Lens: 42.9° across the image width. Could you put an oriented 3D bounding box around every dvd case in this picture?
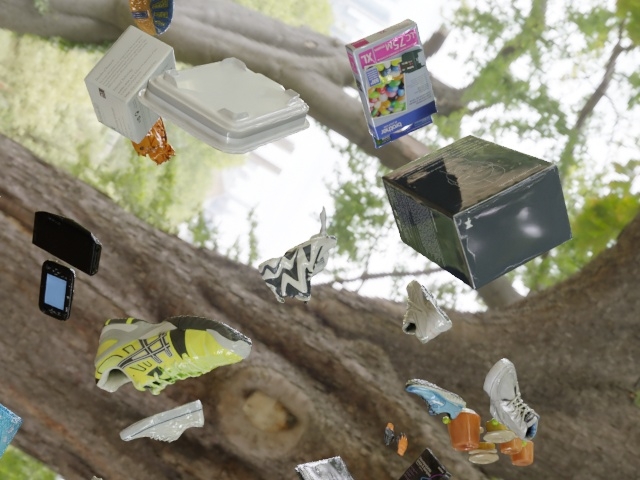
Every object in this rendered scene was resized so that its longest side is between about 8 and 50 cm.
[{"bbox_3d":[0.035,0.661,2.178,0.018,0.164,0.221,-45,153,20],"label":"dvd case"}]

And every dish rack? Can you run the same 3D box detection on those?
[{"bbox_3d":[-0.194,-0.307,1.755,0.333,0.285,0.072,-30,146,-54],"label":"dish rack"}]

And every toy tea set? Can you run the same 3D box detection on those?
[{"bbox_3d":[0.488,0.547,2.318,0.200,0.336,0.124,-15,-125,24],"label":"toy tea set"}]

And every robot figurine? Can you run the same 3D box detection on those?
[{"bbox_3d":[-0.488,-0.355,2.207,0.085,0.291,0.211,-21,171,8],"label":"robot figurine"}]

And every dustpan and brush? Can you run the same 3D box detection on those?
[{"bbox_3d":[0.000,0.000,2.470,0.147,0.060,0.211,-30,114,-68],"label":"dustpan and brush"}]

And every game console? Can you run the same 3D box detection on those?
[{"bbox_3d":[-0.744,0.089,2.358,0.044,0.213,0.361,-44,156,-54],"label":"game console"}]

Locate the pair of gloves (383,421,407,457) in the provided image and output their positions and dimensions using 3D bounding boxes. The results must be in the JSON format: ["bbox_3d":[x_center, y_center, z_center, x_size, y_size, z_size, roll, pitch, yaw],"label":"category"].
[{"bbox_3d":[0.208,0.550,2.256,0.010,0.083,0.074,-37,-160,38],"label":"pair of gloves"}]

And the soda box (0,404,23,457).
[{"bbox_3d":[-0.619,0.392,1.456,0.071,0.067,0.210,-38,-159,29],"label":"soda box"}]

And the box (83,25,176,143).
[{"bbox_3d":[-0.425,-0.354,1.863,0.182,0.119,0.181,-57,170,-22],"label":"box"}]

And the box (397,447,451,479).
[{"bbox_3d":[0.276,0.670,2.259,0.162,0.029,0.116,-48,-148,1],"label":"box"}]

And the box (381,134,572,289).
[{"bbox_3d":[0.386,-0.087,2.065,0.293,0.212,0.395,-26,-155,-12],"label":"box"}]

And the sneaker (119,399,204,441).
[{"bbox_3d":[-0.459,0.553,2.408,0.258,0.091,0.094,-15,173,-27],"label":"sneaker"}]

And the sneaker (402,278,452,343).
[{"bbox_3d":[0.250,0.185,2.120,0.115,0.090,0.232,-42,-157,8],"label":"sneaker"}]

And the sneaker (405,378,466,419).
[{"bbox_3d":[0.281,0.399,2.024,0.073,0.162,0.063,-64,-171,-1],"label":"sneaker"}]

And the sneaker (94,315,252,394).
[{"bbox_3d":[-0.302,0.243,1.665,0.384,0.145,0.147,-8,-122,33],"label":"sneaker"}]

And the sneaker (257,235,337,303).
[{"bbox_3d":[-0.040,0.089,2.232,0.235,0.153,0.094,-26,-171,-26],"label":"sneaker"}]

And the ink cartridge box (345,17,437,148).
[{"bbox_3d":[0.193,-0.394,2.112,0.185,0.311,0.065,-25,-143,-8],"label":"ink cartridge box"}]

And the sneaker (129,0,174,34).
[{"bbox_3d":[-0.416,-0.656,1.989,0.131,0.111,0.296,-94,-178,-52],"label":"sneaker"}]

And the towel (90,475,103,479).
[{"bbox_3d":[-0.427,0.662,1.605,0.324,0.056,0.312,-69,151,-29],"label":"towel"}]

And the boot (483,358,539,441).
[{"bbox_3d":[0.465,0.383,1.933,0.095,0.123,0.258,-41,143,-13],"label":"boot"}]
